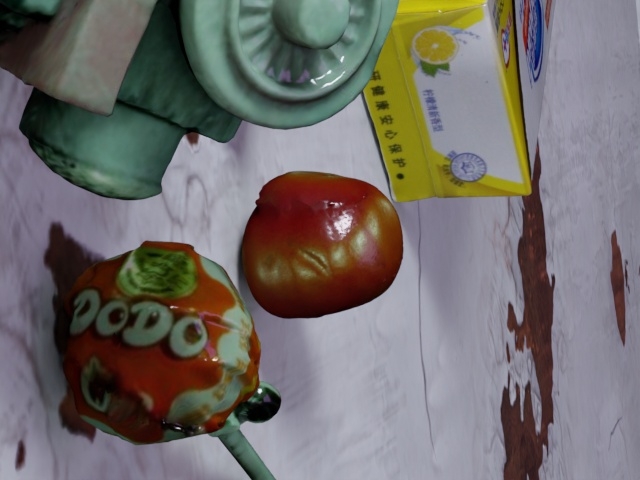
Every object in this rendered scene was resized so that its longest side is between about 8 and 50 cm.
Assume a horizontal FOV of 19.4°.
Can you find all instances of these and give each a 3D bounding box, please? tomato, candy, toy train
[{"bbox_3d":[0.000,0.000,0.978,0.087,0.087,0.075,-47,129,-67],"label":"tomato"},{"bbox_3d":[-0.048,0.083,0.854,0.287,0.078,0.084,67,21,-65],"label":"candy"},{"bbox_3d":[-0.061,-0.171,0.614,0.221,0.150,0.304,19,94,-39],"label":"toy train"}]

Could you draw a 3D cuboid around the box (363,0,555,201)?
[{"bbox_3d":[0.099,-0.171,1.320,0.265,0.097,0.168,-74,153,-48],"label":"box"}]
